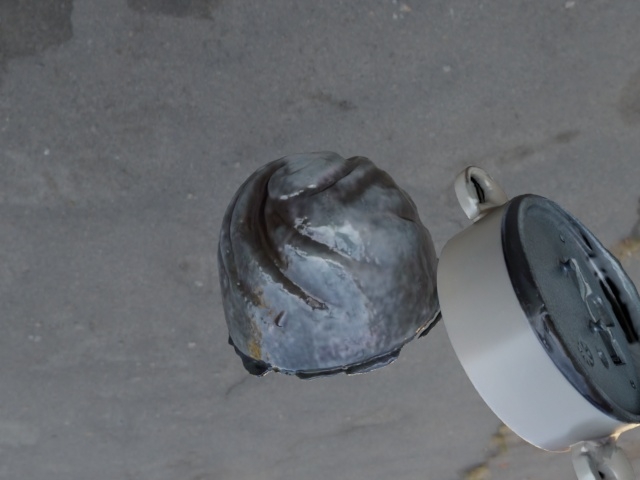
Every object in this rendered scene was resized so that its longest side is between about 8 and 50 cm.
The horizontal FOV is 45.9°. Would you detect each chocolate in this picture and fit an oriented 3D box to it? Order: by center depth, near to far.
[{"bbox_3d":[0.000,0.000,0.940,0.303,0.303,0.213,-12,119,7],"label":"chocolate"}]

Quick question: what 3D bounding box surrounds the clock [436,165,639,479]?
[{"bbox_3d":[0.146,0.047,0.464,0.155,0.229,0.063,5,149,-44],"label":"clock"}]
